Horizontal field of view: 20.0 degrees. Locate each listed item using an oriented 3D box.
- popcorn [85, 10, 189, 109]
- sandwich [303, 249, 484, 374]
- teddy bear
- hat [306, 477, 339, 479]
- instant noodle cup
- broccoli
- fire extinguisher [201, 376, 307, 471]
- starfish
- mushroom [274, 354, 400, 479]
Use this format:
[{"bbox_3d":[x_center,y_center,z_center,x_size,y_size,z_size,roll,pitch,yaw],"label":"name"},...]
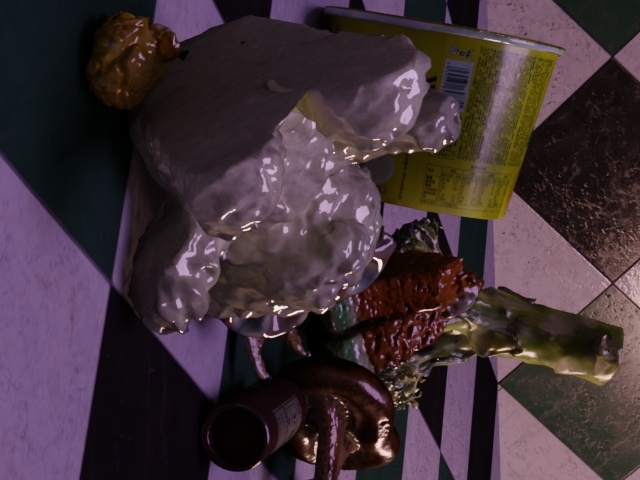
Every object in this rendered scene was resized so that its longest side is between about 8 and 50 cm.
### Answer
[{"bbox_3d":[-0.142,-0.144,1.440,0.084,0.084,0.084,2,90,-77],"label":"popcorn"},{"bbox_3d":[0.072,0.075,2.170,0.292,0.212,0.109,-34,110,-58],"label":"sandwich"},{"bbox_3d":[-0.008,-0.007,1.559,0.375,0.327,0.362,37,-24,58],"label":"teddy bear"},{"bbox_3d":[-0.011,0.377,2.131,0.147,0.085,0.175,-88,-164,-58],"label":"hat"},{"bbox_3d":[0.130,-0.155,2.226,0.311,0.311,0.221,-11,113,-77],"label":"instant noodle cup"},{"bbox_3d":[0.217,0.130,2.454,0.252,0.361,0.221,-50,163,-41],"label":"broccoli"},{"bbox_3d":[-0.065,0.192,1.862,0.099,0.071,0.231,-62,171,8],"label":"fire extinguisher"},{"bbox_3d":[-0.056,0.025,1.872,0.236,0.062,0.277,-70,162,-53],"label":"starfish"},{"bbox_3d":[0.011,0.256,2.002,0.227,0.148,0.217,65,26,-50],"label":"mushroom"}]
